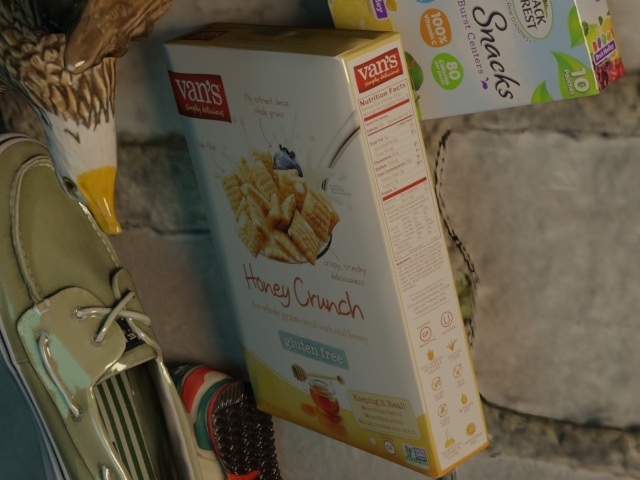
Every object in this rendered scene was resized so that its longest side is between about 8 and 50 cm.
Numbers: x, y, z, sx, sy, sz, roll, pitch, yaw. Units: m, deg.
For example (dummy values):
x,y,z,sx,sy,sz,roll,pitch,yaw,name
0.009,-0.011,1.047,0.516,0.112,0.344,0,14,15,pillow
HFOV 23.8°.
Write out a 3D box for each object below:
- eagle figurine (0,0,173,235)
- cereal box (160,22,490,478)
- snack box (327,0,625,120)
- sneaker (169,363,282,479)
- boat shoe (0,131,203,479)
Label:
x,y,z,sx,sy,sz,roll,pitch,yaw,name
-0.150,-0.103,0.743,0.298,0.226,0.225,-6,73,53,eagle figurine
0.000,0.000,0.845,0.173,0.047,0.240,12,123,52,cereal box
0.073,-0.116,0.768,0.141,0.037,0.100,-5,112,38,snack box
-0.069,0.152,1.008,0.075,0.057,0.161,24,129,43,sneaker
-0.139,0.071,0.957,0.094,0.109,0.302,-16,96,43,boat shoe
